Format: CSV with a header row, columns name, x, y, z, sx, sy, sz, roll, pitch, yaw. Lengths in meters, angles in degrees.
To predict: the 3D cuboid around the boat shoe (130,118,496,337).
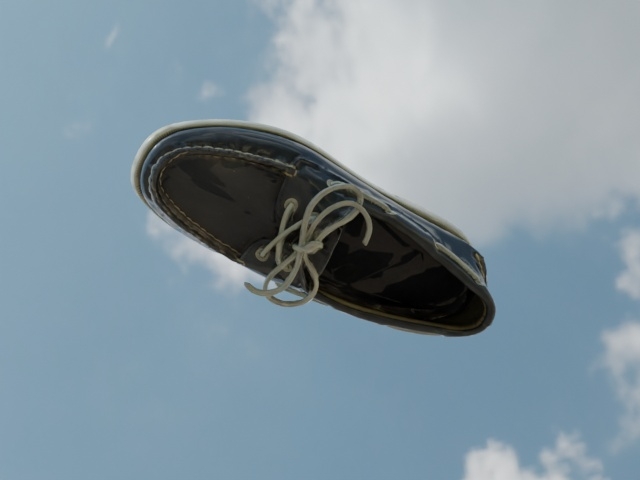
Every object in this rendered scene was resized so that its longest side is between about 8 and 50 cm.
name,x,y,z,sx,sy,sz,roll,pitch,yaw
boat shoe,0.000,0.000,1.027,0.254,0.079,0.095,27,-75,-23
